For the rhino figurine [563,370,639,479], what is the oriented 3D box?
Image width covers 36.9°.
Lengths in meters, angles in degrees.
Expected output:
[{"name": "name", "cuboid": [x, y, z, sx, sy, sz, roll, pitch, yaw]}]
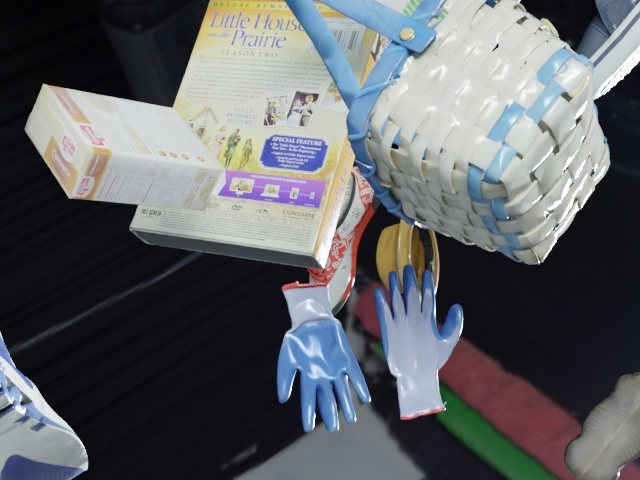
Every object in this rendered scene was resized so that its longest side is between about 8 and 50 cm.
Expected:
[{"name": "rhino figurine", "cuboid": [0.365, 0.189, 1.101, 0.073, 0.243, 0.106, 39, 17, 23]}]

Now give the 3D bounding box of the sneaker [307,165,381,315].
[{"name": "sneaker", "cuboid": [-0.001, -0.001, 1.600, 0.090, 0.145, 0.270, 33, -72, 45]}]

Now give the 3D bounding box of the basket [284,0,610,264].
[{"name": "basket", "cuboid": [0.108, -0.120, 0.872, 0.289, 0.201, 0.255, 29, -9, 29]}]

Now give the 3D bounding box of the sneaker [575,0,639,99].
[{"name": "sneaker", "cuboid": [0.329, -0.292, 0.924, 0.127, 0.321, 0.126, 40, 9, 11]}]

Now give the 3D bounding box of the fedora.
[{"name": "fedora", "cuboid": [0.151, 0.032, 1.718, 0.079, 0.194, 0.194, -6, -60, 27]}]

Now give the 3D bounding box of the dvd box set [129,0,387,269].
[{"name": "dvd box set", "cuboid": [-0.088, -0.176, 1.462, 0.307, 0.420, 0.062, 7, -21, 21]}]

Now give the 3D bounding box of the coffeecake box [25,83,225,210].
[{"name": "coffeecake box", "cuboid": [-0.229, -0.107, 1.131, 0.142, 0.185, 0.068, 49, -60, 37]}]

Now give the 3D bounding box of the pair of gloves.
[{"name": "pair of gloves", "cuboid": [0.050, 0.110, 0.977, 0.023, 0.198, 0.159, 68, 14, -86]}]

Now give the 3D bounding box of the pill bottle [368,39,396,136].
[{"name": "pill bottle", "cuboid": [0.077, -0.330, 1.670, 0.152, 0.272, 0.152, 10, -27, 5]}]

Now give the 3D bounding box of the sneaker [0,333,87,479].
[{"name": "sneaker", "cuboid": [-0.414, 0.187, 1.214, 0.182, 0.127, 0.315, 58, -5, 42]}]

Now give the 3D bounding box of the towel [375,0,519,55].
[{"name": "towel", "cuboid": [0.143, -0.395, 1.234, 0.325, 0.248, 0.038, 31, 19, -30]}]

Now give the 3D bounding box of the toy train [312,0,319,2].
[{"name": "toy train", "cuboid": [0.007, -0.438, 1.531, 0.036, 0.027, 0.158, -174, -84, -74]}]
